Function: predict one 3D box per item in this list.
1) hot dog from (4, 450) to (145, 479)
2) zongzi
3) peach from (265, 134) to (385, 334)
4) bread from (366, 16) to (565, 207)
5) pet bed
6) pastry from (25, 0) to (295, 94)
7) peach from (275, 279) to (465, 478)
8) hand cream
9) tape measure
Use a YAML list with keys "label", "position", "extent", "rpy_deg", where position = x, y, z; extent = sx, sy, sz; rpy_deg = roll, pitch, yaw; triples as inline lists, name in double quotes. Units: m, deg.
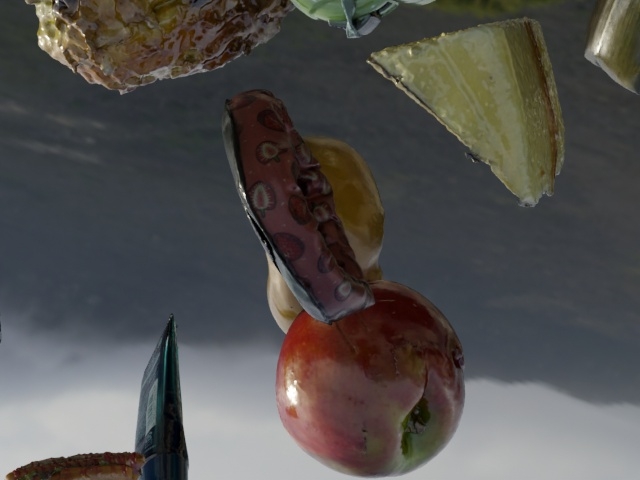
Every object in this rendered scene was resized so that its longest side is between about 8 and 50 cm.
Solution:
- label: "hot dog"
  position: [-0.243, 0.232, 1.372]
  extent: [0.144, 0.038, 0.062]
  rpy_deg: [-9, -171, 4]
- label: "zongzi"
  position: [0.432, -0.306, 1.485]
  extent: [0.300, 0.286, 0.138]
  rpy_deg: [-15, -140, -40]
- label: "peach"
  position: [0.000, 0.000, 1.616]
  extent: [0.153, 0.251, 0.251]
  rpy_deg: [-2, 176, 3]
- label: "bread"
  position: [0.156, -0.120, 1.352]
  extent: [0.135, 0.178, 0.240]
  rpy_deg: [-11, -173, 21]
- label: "pet bed"
  position: [-0.020, -0.026, 1.038]
  extent: [0.053, 0.201, 0.201]
  rpy_deg: [-24, 172, 5]
- label: "pastry"
  position: [-0.185, -0.358, 1.777]
  extent: [0.337, 0.292, 0.405]
  rpy_deg: [-9, -163, 7]
- label: "peach"
  position: [0.044, 0.123, 1.302]
  extent: [0.197, 0.197, 0.197]
  rpy_deg: [20, 177, 1]
- label: "hand cream"
  position: [-0.199, 0.219, 1.696]
  extent: [0.061, 0.120, 0.270]
  rpy_deg: [12, -142, -19]
- label: "tape measure"
  position: [0.033, -0.319, 1.516]
  extent: [0.200, 0.175, 0.106]
  rpy_deg: [55, -162, 8]
